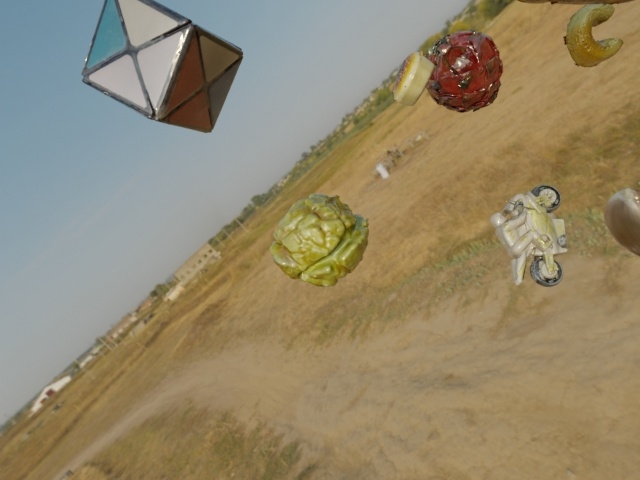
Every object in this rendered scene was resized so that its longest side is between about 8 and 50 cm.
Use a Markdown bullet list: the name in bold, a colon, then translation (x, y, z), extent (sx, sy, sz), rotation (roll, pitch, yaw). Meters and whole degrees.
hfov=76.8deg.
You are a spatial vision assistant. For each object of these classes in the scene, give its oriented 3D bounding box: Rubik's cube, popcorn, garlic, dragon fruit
- **Rubik's cube**: translation (-0.473, -0.531, 1.227), extent (0.305, 0.310, 0.307), rotation (-62, -12, 17)
- **popcorn**: translation (0.005, -0.008, 1.168), extent (0.246, 0.282, 0.282), rotation (-61, -2, 32)
- **garlic**: translation (0.938, -0.046, 1.118), extent (0.132, 0.325, 0.279), rotation (-34, 8, -12)
- **dragon fruit**: translation (0.442, -0.528, 1.251), extent (0.244, 0.244, 0.299), rotation (-37, -33, 26)

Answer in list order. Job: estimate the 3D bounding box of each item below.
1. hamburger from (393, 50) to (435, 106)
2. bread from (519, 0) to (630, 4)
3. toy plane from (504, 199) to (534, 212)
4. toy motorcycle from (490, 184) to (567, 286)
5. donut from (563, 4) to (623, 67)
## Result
- **hamburger**: translation (0.235, -0.417, 1.036), extent (0.141, 0.082, 0.126), rotation (-62, 2, -15)
- **bread**: translation (0.552, -0.647, 0.780), extent (0.338, 0.327, 0.147), rotation (-10, 49, -10)
- **toy plane**: translation (0.520, -0.089, 1.052), extent (0.085, 0.078, 0.024), rotation (9, -76, -52)
- **toy motorcycle**: translation (0.651, -0.024, 1.270), extent (0.108, 0.223, 0.340), rotation (80, -165, -73)
- **donut**: translation (0.816, -0.610, 1.207), extent (0.146, 0.181, 0.078), rotation (-25, 19, 0)
